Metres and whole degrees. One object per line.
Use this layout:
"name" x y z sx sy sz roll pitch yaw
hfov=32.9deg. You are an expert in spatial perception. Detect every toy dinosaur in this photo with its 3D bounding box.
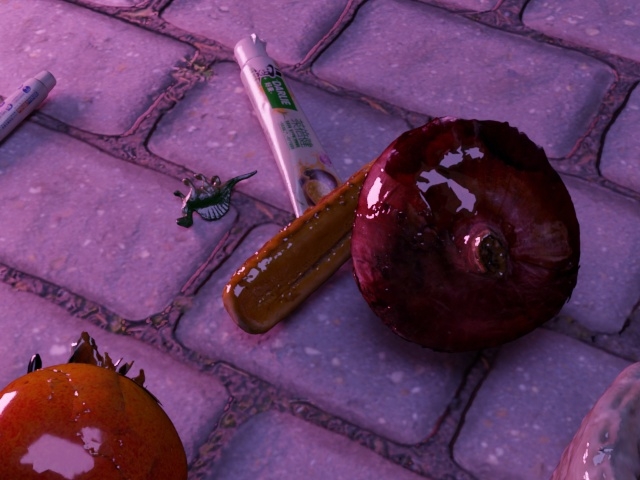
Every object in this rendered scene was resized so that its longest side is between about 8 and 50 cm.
"toy dinosaur" -0.126 -0.053 1.303 0.120 0.029 0.060 -20 68 -22

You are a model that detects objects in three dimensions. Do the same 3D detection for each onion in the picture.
"onion" 0.154 0.001 1.105 0.252 0.252 0.219 -12 9 -8

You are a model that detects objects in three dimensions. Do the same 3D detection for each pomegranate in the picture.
"pomegranate" -0.223 0.203 0.971 0.210 0.210 0.235 -3 51 -1

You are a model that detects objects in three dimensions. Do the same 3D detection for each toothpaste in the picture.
"toothpaste" -0.415 -0.141 1.374 0.052 0.033 0.218 23 57 25
"toothpaste" -0.041 -0.134 1.349 0.058 0.056 0.314 -38 56 18

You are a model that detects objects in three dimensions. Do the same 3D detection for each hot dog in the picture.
"hot dog" 0.002 0.001 1.217 0.286 0.061 0.087 -35 99 -27

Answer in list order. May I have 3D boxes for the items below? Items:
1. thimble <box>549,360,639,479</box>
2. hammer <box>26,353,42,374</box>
"thimble" 0.333 0.252 0.927 0.292 0.195 0.291 0 49 0
"hammer" -0.453 0.073 1.189 0.152 0.044 0.427 -33 56 -24
